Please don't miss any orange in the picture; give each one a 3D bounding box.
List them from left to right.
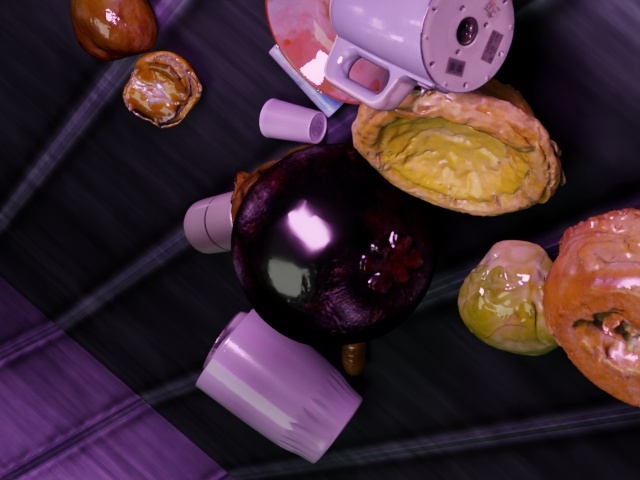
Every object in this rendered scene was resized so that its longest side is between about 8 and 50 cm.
[{"bbox_3d":[-0.315,-0.313,2.013,0.170,0.112,0.160,-7,124,10],"label":"orange"}]

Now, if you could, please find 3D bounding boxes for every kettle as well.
[{"bbox_3d":[0.114,-0.277,1.368,0.160,0.210,0.243,16,-172,-39],"label":"kettle"}]

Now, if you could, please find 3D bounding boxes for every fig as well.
[{"bbox_3d":[-0.415,-0.478,1.922,0.170,0.145,0.274,8,120,41],"label":"fig"}]

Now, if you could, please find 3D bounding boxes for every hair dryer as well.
[{"bbox_3d":[-0.127,0.040,2.234,0.203,0.128,0.362,-10,128,51],"label":"hair dryer"}]

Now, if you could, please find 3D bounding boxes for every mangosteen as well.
[{"bbox_3d":[0.000,0.000,1.811,0.435,0.382,0.382,19,143,53],"label":"mangosteen"}]

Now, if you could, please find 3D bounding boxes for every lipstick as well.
[{"bbox_3d":[-0.023,-0.292,1.777,0.158,0.048,0.048,47,148,-6],"label":"lipstick"}]

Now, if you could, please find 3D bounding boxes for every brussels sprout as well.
[{"bbox_3d":[0.347,0.110,1.739,0.223,0.161,0.223,32,154,18],"label":"brussels sprout"}]

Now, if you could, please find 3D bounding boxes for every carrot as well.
[{"bbox_3d":[0.078,0.243,2.290,0.060,0.060,0.186,27,142,24],"label":"carrot"}]

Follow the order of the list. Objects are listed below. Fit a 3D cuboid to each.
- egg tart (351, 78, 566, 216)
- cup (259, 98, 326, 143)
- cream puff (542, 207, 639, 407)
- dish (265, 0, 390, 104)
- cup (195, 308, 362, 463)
[{"bbox_3d":[0.216,-0.165,1.531,0.345,0.132,0.345,18,161,6],"label":"egg tart"},{"bbox_3d":[-0.046,-0.215,1.885,0.116,0.074,0.104,15,163,30],"label":"cup"},{"bbox_3d":[0.502,0.085,1.472,0.327,0.231,0.343,41,145,-1],"label":"cream puff"},{"bbox_3d":[0.038,-0.350,1.610,0.260,0.085,0.260,29,148,21],"label":"dish"},{"bbox_3d":[-0.103,0.353,2.433,0.371,0.253,0.253,38,148,4],"label":"cup"}]
